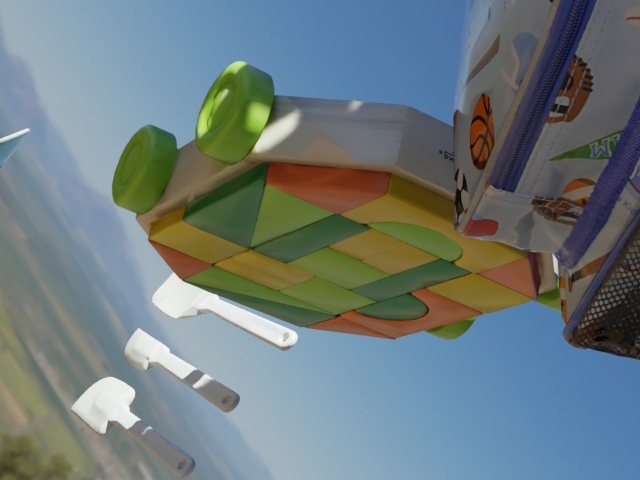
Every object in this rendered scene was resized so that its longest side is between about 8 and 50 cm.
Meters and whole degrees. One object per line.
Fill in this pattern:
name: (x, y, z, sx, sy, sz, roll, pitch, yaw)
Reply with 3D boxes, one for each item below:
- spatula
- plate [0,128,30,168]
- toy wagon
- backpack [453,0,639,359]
spatula: (-0.113, 0.098, 1.102, 0.019, 0.168, 0.242, 46, -14, -25)
plate: (-0.316, -0.045, 1.094, 0.188, 0.188, 0.024, -160, -133, -78)
toy wagon: (0.000, 0.000, 0.889, 0.267, 0.068, 0.344, 23, -25, -26)
backpack: (0.172, -0.103, 0.548, 0.263, 0.213, 0.276, 120, -21, -46)
